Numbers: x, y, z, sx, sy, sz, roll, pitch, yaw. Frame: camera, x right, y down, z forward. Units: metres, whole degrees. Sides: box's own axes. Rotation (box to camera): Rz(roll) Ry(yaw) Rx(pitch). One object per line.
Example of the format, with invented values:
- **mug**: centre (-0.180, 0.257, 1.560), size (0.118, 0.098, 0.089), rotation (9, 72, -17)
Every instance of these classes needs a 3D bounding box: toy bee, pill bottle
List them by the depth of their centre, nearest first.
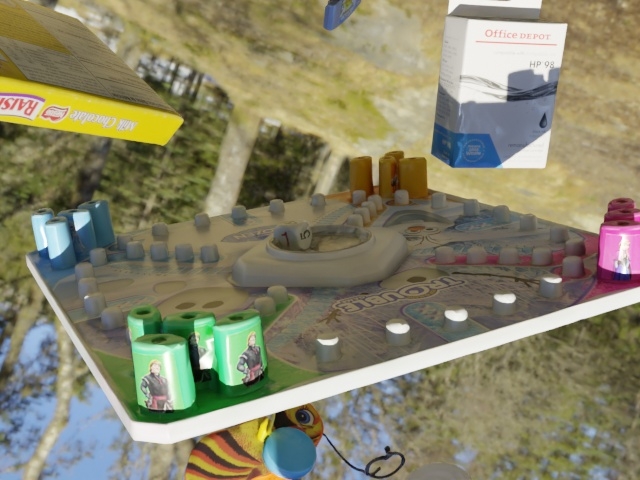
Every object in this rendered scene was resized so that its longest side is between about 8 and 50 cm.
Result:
- **toy bee**: centre (-0.062, 0.280, 1.118), size (0.298, 0.195, 0.162), rotation (15, -147, -41)
- **pill bottle**: centre (0.188, 0.438, 1.230), size (0.112, 0.186, 0.112), rotation (-11, -153, 6)

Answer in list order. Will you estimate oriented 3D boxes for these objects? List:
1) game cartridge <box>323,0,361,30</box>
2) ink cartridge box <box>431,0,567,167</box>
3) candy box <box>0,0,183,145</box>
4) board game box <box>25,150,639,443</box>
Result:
- **game cartridge**: centre (0.034, -0.337, 1.164), size (0.017, 0.083, 0.056), rotation (35, 154, 11)
- **ink cartridge box**: centre (0.175, -0.164, 0.807), size (0.104, 0.180, 0.060), rotation (-1, -160, -13)
- **candy box**: centre (-0.163, -0.096, 0.411), size (0.105, 0.027, 0.206), rotation (46, -163, 16)
- **board game box**: centre (0.000, 0.000, 0.624), size (0.390, 0.050, 0.390), rotation (-12, -163, -25)
